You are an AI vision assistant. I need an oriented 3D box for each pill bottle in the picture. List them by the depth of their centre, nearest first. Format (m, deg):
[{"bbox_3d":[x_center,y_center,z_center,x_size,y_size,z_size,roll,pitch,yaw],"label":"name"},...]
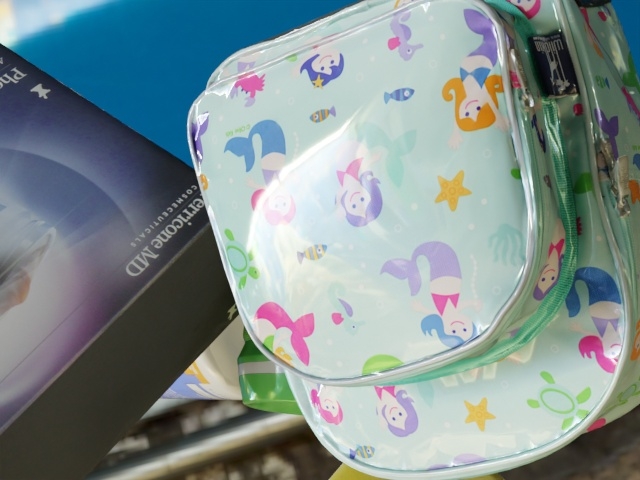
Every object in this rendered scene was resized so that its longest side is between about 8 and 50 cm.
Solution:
[{"bbox_3d":[-0.142,0.093,1.455,0.152,0.152,0.272,0,-5,-39],"label":"pill bottle"}]

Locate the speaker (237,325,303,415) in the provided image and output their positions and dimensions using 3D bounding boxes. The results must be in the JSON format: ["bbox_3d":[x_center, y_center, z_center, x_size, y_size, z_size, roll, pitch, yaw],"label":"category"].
[{"bbox_3d":[0.000,0.000,1.195,0.131,0.296,0.131,5,-13,1],"label":"speaker"}]

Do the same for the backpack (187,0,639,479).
[{"bbox_3d":[0.064,-0.004,0.709,0.225,0.253,0.191,-16,0,30],"label":"backpack"}]

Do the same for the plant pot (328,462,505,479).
[{"bbox_3d":[0.119,0.329,1.434,0.212,0.187,0.212,-46,-41,-22],"label":"plant pot"}]

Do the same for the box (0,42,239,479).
[{"bbox_3d":[-0.264,0.030,1.144,0.296,0.294,0.182,-47,-21,-27],"label":"box"}]
